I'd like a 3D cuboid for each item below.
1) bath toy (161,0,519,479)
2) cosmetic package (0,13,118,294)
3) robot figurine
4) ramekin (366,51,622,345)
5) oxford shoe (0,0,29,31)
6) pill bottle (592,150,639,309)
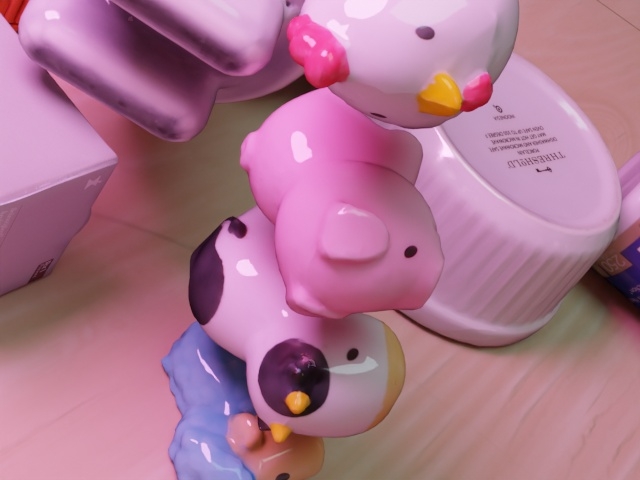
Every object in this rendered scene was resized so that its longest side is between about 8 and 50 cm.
[{"bbox_3d":[0.000,0.000,0.511,0.151,0.348,0.129,34,40,14],"label":"bath toy"},{"bbox_3d":[-0.241,-0.084,0.566,0.238,0.127,0.107,51,42,13],"label":"cosmetic package"},{"bbox_3d":[-0.064,-0.230,0.610,0.200,0.300,0.353,34,47,-24],"label":"robot figurine"},{"bbox_3d":[0.135,-0.057,0.829,0.273,0.127,0.273,21,44,-22],"label":"ramekin"},{"bbox_3d":[-0.304,-0.252,0.668,0.364,0.130,0.132,15,27,-41],"label":"oxford shoe"},{"bbox_3d":[0.385,0.034,0.923,0.265,0.153,0.153,42,41,1],"label":"pill bottle"}]
